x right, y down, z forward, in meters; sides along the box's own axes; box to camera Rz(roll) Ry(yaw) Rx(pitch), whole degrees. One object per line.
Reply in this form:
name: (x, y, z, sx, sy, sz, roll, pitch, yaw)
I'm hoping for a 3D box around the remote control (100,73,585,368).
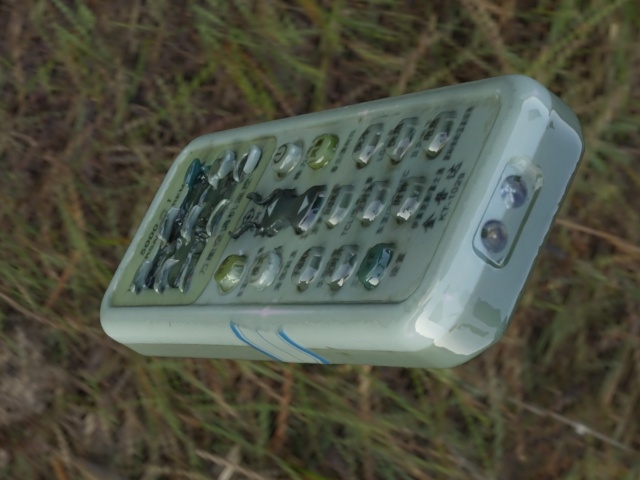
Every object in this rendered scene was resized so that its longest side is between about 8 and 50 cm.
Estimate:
remote control: (0.000, 0.000, 0.882, 0.065, 0.335, 0.128, 31, 74, -25)
